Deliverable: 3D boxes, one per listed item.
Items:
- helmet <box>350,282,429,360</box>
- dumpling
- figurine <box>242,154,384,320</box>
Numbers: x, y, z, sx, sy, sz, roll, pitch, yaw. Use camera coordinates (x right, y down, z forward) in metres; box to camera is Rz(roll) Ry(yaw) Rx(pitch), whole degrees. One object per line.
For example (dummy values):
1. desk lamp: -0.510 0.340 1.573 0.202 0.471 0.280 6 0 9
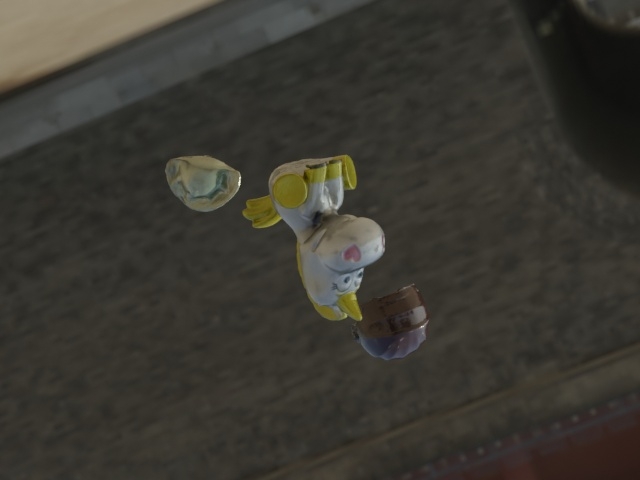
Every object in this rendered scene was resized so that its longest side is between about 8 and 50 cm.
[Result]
1. helmet: 0.094 0.113 1.978 0.098 0.070 0.123 -20 151 -15
2. dumpling: -0.126 -0.060 1.678 0.077 0.059 0.043 4 -168 -11
3. figurine: 0.006 -0.001 1.612 0.109 0.178 0.129 -25 170 -47
